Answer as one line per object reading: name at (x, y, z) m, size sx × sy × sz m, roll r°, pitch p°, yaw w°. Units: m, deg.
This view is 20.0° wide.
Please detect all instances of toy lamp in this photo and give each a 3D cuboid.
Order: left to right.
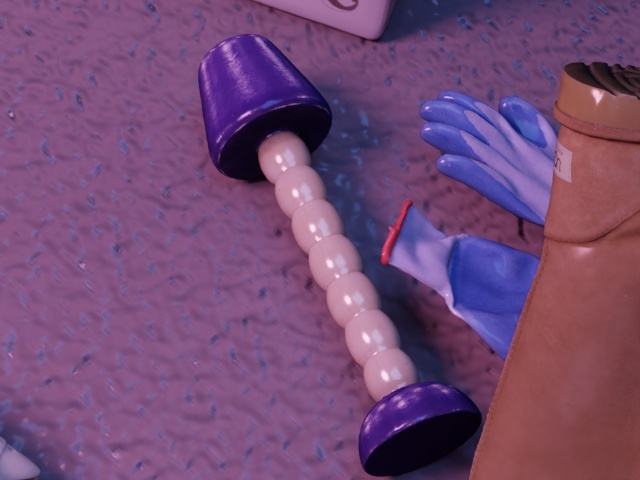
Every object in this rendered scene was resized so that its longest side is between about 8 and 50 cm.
toy lamp at (0.000, 0.000, 1.032) m, size 0.080 × 0.080 × 0.275 m, roll -15°, pitch 61°, yaw -17°

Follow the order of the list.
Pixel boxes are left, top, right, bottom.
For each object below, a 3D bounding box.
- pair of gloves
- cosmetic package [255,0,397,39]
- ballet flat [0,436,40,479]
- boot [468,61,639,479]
pair of gloves at (0.116, -0.008, 1.044) m, size 0.159 × 0.023 × 0.198 m, roll 31°, pitch 44°, yaw -10°
cosmetic package at (-0.129, -0.326, 1.177) m, size 0.453 × 0.161 × 0.230 m, roll 19°, pitch 56°, yaw 5°
ballet flat at (-0.170, 0.152, 0.916) m, size 0.079 × 0.077 × 0.222 m, roll -8°, pitch 62°, yaw -35°
boot at (0.203, 0.052, 0.920) m, size 0.236 × 0.270 × 0.089 m, roll 7°, pitch 21°, yaw 1°
